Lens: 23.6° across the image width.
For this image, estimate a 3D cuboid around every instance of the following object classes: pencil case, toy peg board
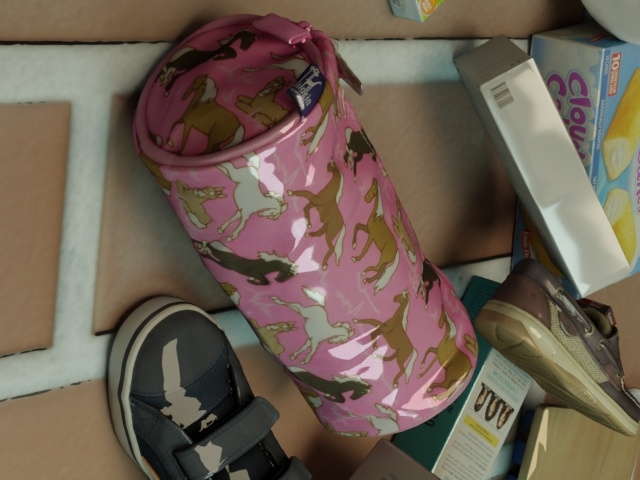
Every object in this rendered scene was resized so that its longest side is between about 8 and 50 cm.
[{"bbox_3d":[0.000,0.000,1.235,0.160,0.167,0.386,-87,157,-43],"label":"pencil case"},{"bbox_3d":[0.266,0.258,1.723,0.161,0.079,0.161,9,97,-35],"label":"toy peg board"}]

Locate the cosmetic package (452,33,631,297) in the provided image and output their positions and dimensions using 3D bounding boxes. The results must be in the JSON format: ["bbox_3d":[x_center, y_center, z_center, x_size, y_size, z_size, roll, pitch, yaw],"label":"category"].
[{"bbox_3d":[0.209,-0.071,1.436,0.060,0.099,0.239,-30,114,-1],"label":"cosmetic package"}]

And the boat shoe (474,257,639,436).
[{"bbox_3d":[0.255,0.110,1.522,0.285,0.103,0.092,39,79,-42],"label":"boat shoe"}]

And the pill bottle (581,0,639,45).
[{"bbox_3d":[0.400,-0.311,1.555,0.318,0.176,0.176,-26,123,-49],"label":"pill bottle"}]

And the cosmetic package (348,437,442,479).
[{"bbox_3d":[0.035,0.385,1.344,0.365,0.197,0.155,-52,140,-5],"label":"cosmetic package"}]

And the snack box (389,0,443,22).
[{"bbox_3d":[0.086,-0.275,1.319,0.100,0.037,0.141,-46,135,-26],"label":"snack box"}]

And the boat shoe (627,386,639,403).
[{"bbox_3d":[0.392,0.206,1.873,0.100,0.035,0.035,58,33,-39],"label":"boat shoe"}]

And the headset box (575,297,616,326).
[{"bbox_3d":[0.277,0.096,1.668,0.083,0.062,0.032,-50,137,-26],"label":"headset box"}]

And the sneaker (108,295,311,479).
[{"bbox_3d":[-0.072,0.194,1.248,0.126,0.127,0.321,-36,128,-34],"label":"sneaker"}]

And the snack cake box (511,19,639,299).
[{"bbox_3d":[0.284,-0.089,1.584,0.152,0.089,0.264,-18,118,-44],"label":"snack cake box"}]

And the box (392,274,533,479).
[{"bbox_3d":[0.147,0.167,1.543,0.100,0.060,0.244,41,72,-48],"label":"box"}]
